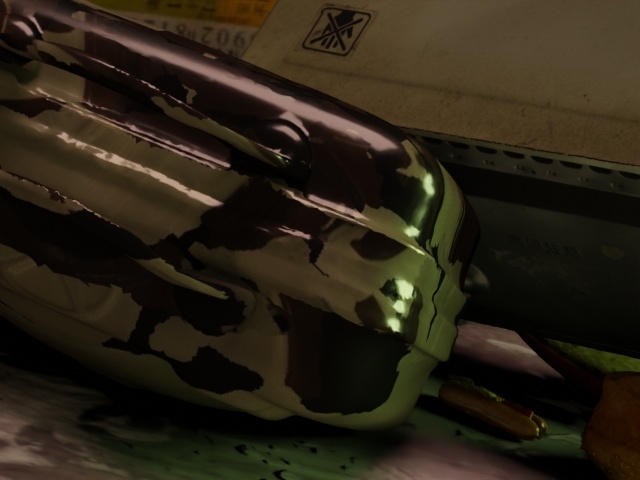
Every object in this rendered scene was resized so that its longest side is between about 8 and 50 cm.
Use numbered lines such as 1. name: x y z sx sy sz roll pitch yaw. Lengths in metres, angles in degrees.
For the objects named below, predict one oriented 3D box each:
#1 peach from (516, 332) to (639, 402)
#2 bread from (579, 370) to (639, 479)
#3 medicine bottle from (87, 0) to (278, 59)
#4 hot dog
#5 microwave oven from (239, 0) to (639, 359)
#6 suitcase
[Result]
1. peach: 0.236 0.097 1.366 0.279 0.068 0.189 19 18 8
2. bread: 0.292 0.139 1.192 0.271 0.077 0.139 8 12 -40
3. medicine bottle: -0.157 -0.174 1.694 0.384 0.224 0.224 7 9 8
4. hot dog: 0.115 0.111 1.225 0.083 0.021 0.037 23 11 27
5. microwave oven: 0.194 -0.100 1.258 0.394 0.333 0.247 13 -30 31
6. suitcase: -0.097 -0.016 1.026 0.351 0.194 0.339 22 -4 13
